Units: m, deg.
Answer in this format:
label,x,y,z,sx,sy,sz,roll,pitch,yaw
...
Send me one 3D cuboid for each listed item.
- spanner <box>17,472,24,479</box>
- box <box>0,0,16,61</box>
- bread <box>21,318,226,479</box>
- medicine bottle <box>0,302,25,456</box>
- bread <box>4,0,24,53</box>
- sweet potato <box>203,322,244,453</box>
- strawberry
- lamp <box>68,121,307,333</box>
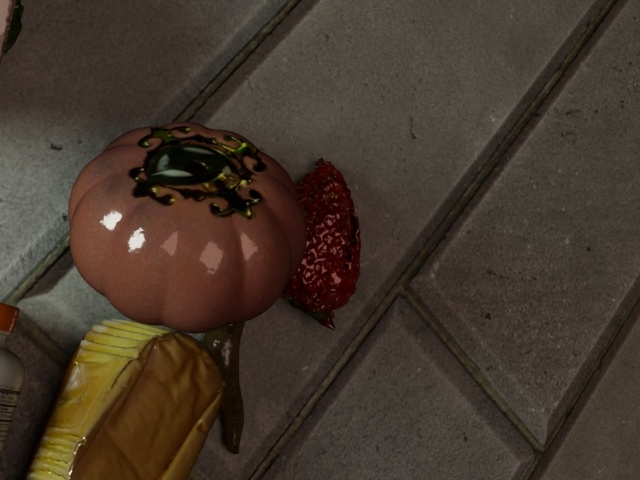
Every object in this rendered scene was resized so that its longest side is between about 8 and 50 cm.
label,x,y,z,sx,sy,sz,roll,pitch,yaw
spanner,-0.446,0.421,1.170,0.325,0.040,0.096,-44,111,-26
box,-0.431,-0.248,1.004,0.215,0.086,0.215,16,83,-28
bread,-0.259,0.242,1.212,0.204,0.156,0.288,44,57,-42
medicine bottle,-0.437,0.203,1.108,0.157,0.157,0.289,20,79,-31
bread,-0.527,-0.320,1.073,0.366,0.129,0.382,-49,113,-20
sweet potato,-0.135,0.184,1.363,0.069,0.059,0.250,-3,96,-45
strawberry,0.013,0.002,1.432,0.174,0.098,0.228,35,73,-28
lamp,-0.170,-0.006,1.227,0.305,0.305,0.240,-14,137,-32
